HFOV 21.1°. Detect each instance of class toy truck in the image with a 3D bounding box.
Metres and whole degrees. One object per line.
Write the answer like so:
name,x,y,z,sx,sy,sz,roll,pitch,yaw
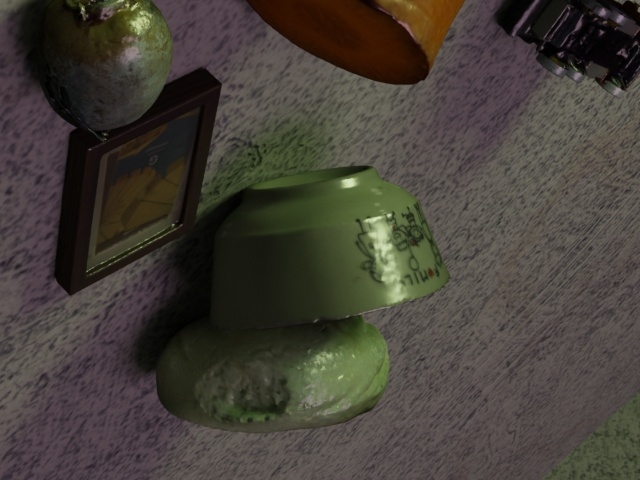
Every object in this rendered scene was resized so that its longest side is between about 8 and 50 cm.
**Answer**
toy truck,0.251,-0.205,1.651,0.192,0.092,0.083,9,121,-54

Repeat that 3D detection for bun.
bun,-0.042,0.105,1.555,0.221,0.221,0.108,-9,102,-56

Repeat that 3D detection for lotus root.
lotus root,-0.142,-0.113,1.126,0.088,0.088,0.165,-38,166,-20

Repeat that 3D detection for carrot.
carrot,0.057,-0.241,1.211,0.225,0.159,0.159,-60,159,-7

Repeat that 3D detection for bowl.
bowl,0.000,0.000,1.458,0.211,0.211,0.112,-18,103,-49

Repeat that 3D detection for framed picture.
framed picture,-0.140,-0.043,1.313,0.128,0.023,0.168,-31,153,-33
